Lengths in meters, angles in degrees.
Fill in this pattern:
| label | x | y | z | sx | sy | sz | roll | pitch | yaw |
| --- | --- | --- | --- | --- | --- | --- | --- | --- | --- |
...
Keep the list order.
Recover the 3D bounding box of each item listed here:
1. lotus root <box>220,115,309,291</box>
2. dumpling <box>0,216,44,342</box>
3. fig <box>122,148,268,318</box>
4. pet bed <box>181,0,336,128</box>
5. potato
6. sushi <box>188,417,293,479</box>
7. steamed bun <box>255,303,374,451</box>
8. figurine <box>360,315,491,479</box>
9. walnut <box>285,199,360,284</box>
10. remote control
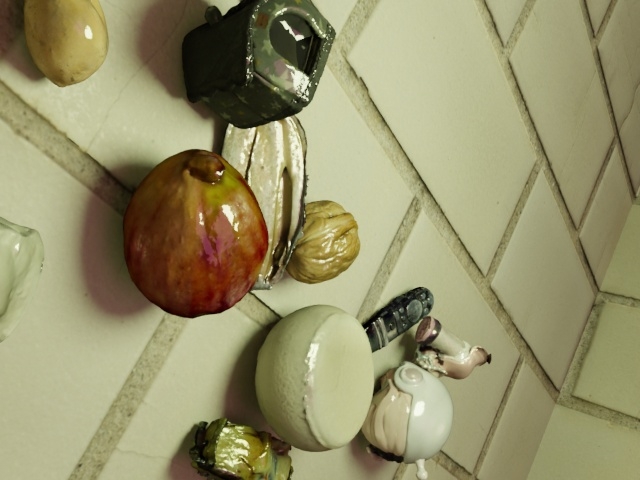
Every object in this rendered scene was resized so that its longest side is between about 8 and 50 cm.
| label | x | y | z | sx | sy | sz | roll | pitch | yaw |
| --- | --- | --- | --- | --- | --- | --- | --- | --- | --- |
| lotus root | -0.109 | -0.070 | 1.178 | 0.167 | 0.078 | 0.329 | 7 | 98 | -14 |
| dumpling | -0.476 | 0.045 | 0.755 | 0.175 | 0.243 | 0.227 | -80 | -171 | -70 |
| fig | -0.188 | -0.014 | 1.011 | 0.224 | 0.224 | 0.263 | -19 | 111 | -45 |
| pet bed | -0.106 | -0.291 | 1.002 | 0.159 | 0.211 | 0.183 | 31 | 72 | -33 |
| potato | -0.330 | -0.276 | 0.848 | 0.112 | 0.112 | 0.147 | -20 | 108 | -45 |
| sushi | -0.140 | 0.428 | 1.262 | 0.291 | 0.131 | 0.139 | 49 | 40 | -37 |
| steamed bun | -0.024 | 0.268 | 1.295 | 0.283 | 0.177 | 0.283 | 3 | 86 | -58 |
| figurine | 0.248 | 0.379 | 1.614 | 0.361 | 0.211 | 0.253 | -51 | 140 | -23 |
| walnut | 0.000 | 0.000 | 1.275 | 0.184 | 0.155 | 0.155 | -27 | 120 | -44 |
| remote control | 0.178 | 0.192 | 1.612 | 0.266 | 0.066 | 0.090 | -27 | 107 | -38 |
